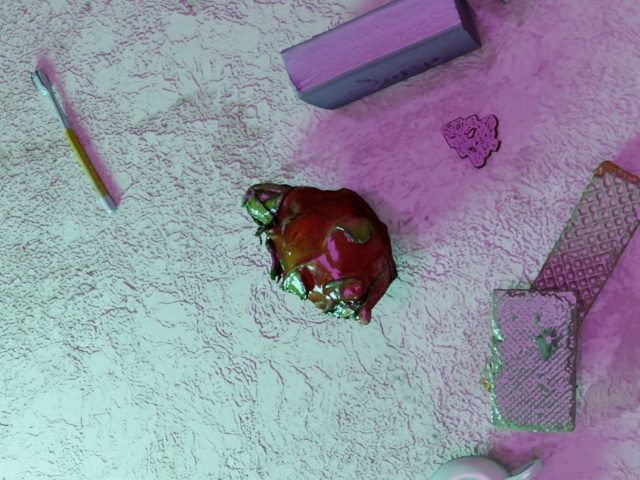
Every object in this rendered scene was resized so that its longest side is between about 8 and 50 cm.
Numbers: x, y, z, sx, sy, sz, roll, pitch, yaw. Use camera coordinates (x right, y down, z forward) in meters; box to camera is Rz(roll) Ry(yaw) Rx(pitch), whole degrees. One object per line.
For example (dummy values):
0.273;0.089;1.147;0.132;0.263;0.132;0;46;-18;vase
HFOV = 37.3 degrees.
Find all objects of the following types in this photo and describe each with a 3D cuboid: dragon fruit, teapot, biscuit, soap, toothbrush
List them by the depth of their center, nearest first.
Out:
0.297;0.167;1.323;0.121;0.040;0.200;0;91;16;biscuit
0.348;0.070;1.353;0.094;0.054;0.379;31;101;15;biscuit
0.094;-0.275;1.362;0.259;0.181;0.081;-20;86;16;soap
0.231;0.380;1.383;0.226;0.092;0.145;-40;83;14;teapot
-0.013;0.014;1.399;0.269;0.198;0.200;14;53;15;dragon fruit
0.222;-0.152;1.408;0.092;0.016;0.082;16;102;18;biscuit
-0.423;-0.168;1.617;0.024;0.021;0.288;-34;81;27;toothbrush

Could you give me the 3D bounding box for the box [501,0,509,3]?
0.163;-0.446;1.325;0.260;0.194;0.111;27;100;16;box
